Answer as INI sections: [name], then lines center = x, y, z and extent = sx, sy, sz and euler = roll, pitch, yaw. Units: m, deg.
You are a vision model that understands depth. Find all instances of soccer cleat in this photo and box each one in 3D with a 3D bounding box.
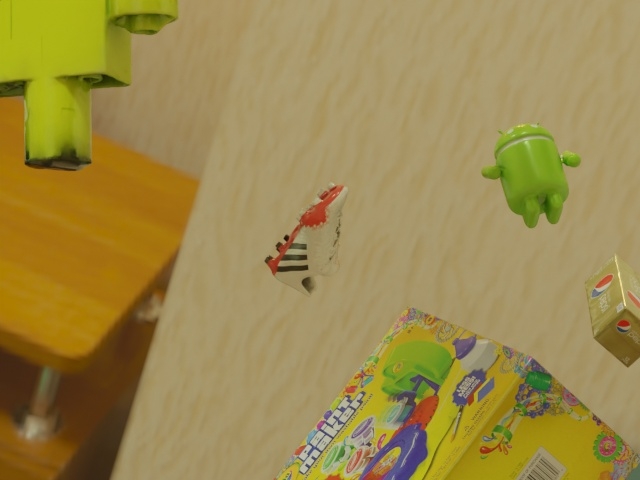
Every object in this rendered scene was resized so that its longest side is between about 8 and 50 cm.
[soccer cleat]
center = 0.000, 0.000, 0.893
extent = 0.035, 0.083, 0.029
euler = 40, 45, 2

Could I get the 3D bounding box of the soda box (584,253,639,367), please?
[soda box]
center = 0.377, 0.086, 2.073
extent = 0.061, 0.058, 0.181
euler = 41, 20, -10

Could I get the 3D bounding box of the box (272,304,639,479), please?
[box]
center = 0.119, 0.254, 1.701
extent = 0.177, 0.290, 0.279
euler = 42, -9, -23

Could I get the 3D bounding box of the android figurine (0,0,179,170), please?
[android figurine]
center = -0.203, -0.177, 1.028
extent = 0.248, 0.273, 0.056
euler = -2, -5, 18

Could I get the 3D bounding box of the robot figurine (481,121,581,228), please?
[robot figurine]
center = 0.221, -0.072, 1.738
extent = 0.101, 0.067, 0.115
euler = -10, 63, -3
